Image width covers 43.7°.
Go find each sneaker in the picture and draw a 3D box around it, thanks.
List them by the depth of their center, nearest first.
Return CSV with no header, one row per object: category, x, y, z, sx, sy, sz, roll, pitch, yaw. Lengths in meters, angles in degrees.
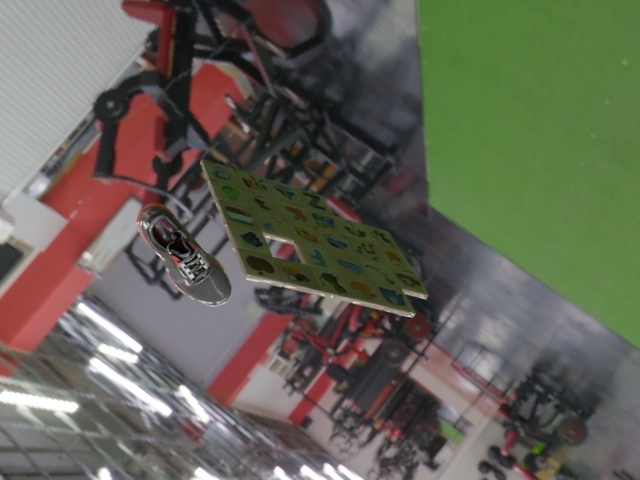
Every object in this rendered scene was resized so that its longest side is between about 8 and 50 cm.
sneaker,-0.165,0.025,0.973,0.158,0.061,0.065,49,171,-19

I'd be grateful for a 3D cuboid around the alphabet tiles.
alphabet tiles,0.000,0.000,0.836,0.237,0.009,0.198,16,-151,-32
